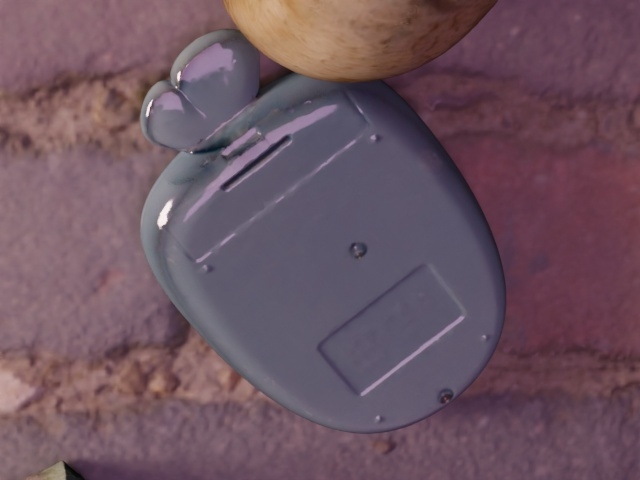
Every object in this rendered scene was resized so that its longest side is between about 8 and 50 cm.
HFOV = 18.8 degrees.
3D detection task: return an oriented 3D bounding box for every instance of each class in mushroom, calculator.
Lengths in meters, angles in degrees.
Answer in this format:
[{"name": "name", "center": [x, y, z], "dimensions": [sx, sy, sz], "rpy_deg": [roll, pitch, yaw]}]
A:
[{"name": "mushroom", "center": [0.026, -0.201, 1.018], "dimensions": [0.195, 0.189, 0.253], "rpy_deg": [12, 107, -24]}, {"name": "calculator", "center": [0.000, 0.000, 1.184], "dimensions": [0.188, 0.042, 0.302], "rpy_deg": [-38, 121, 4]}]

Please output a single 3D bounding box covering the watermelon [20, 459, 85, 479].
[{"name": "watermelon", "center": [-0.204, 0.314, 1.183], "dimensions": [0.175, 0.188, 0.321], "rpy_deg": [28, 103, -26]}]
